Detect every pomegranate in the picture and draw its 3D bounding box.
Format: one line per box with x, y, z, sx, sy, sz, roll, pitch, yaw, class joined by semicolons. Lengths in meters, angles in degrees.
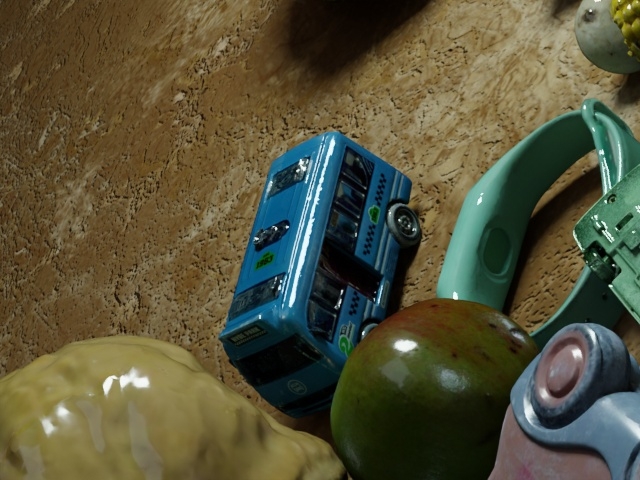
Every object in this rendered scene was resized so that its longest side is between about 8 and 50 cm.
0.112;0.142;1.429;0.210;0.180;0.180;29;83;31;pomegranate

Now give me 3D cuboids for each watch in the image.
0.187;-0.004;1.563;0.195;0.068;0.237;-13;49;49;watch

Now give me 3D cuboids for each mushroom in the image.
0.261;-0.183;1.660;0.085;0.085;0.079;-58;-1;-8;mushroom

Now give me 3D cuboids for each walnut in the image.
-0.144;0.258;1.485;0.383;0.383;0.383;-37;32;28;walnut

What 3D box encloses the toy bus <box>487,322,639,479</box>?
0.208;0.207;1.181;0.232;0.197;0.294;-60;29;10;toy bus

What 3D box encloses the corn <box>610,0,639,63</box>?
0.368;-0.231;1.504;0.318;0.115;0.115;-30;36;42;corn

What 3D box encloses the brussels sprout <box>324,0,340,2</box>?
0.016;-0.411;2.100;0.328;0.247;0.328;-41;27;26;brussels sprout

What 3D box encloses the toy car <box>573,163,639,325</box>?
0.272;0.039;1.379;0.090;0.076;0.224;-44;46;11;toy car

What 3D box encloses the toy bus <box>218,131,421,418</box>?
-0.003;0.030;1.744;0.113;0.134;0.246;-25;38;41;toy bus
